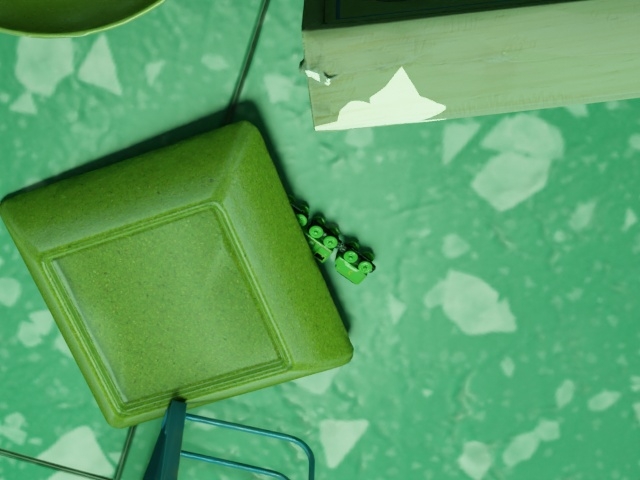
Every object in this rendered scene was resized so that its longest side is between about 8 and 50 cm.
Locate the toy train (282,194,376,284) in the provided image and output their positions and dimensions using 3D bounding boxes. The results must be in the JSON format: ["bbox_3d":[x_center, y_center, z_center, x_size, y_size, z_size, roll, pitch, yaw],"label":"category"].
[{"bbox_3d":[0.000,0.000,0.969,0.083,0.017,0.024,35,120,-13],"label":"toy train"}]

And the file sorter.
[{"bbox_3d":[-0.077,0.215,0.985,0.104,0.118,0.170,15,132,-10],"label":"file sorter"}]

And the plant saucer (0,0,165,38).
[{"bbox_3d":[-0.164,-0.240,0.854,0.241,0.037,0.241,0,114,1],"label":"plant saucer"}]

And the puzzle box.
[{"bbox_3d":[0.193,-0.144,0.766,0.409,0.272,0.052,-6,114,3],"label":"puzzle box"}]

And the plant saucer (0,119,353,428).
[{"bbox_3d":[-0.097,0.038,0.960,0.188,0.045,0.188,-17,113,14],"label":"plant saucer"}]
